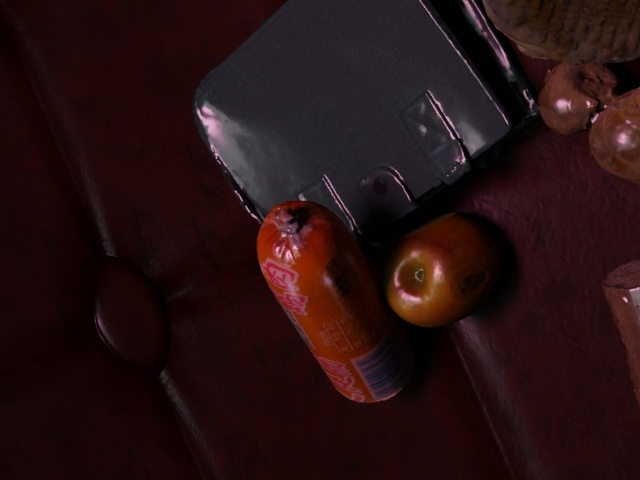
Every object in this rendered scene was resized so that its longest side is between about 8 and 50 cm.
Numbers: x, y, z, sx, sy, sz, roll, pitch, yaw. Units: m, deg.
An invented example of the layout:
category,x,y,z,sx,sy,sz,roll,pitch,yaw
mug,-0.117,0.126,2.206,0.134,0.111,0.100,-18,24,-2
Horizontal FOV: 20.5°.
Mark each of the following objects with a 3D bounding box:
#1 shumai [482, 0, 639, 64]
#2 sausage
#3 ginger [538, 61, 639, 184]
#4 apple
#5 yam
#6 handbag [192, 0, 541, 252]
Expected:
category,x,y,z,sx,sy,sz,roll,pitch,yaw
shumai,0.211,-0.235,1.444,0.142,0.184,0.184,-106,26,-47
sausage,0.010,0.051,1.657,0.093,0.093,0.312,37,168,31
ginger,0.263,-0.084,1.460,0.204,0.080,0.104,42,139,24
apple,0.113,0.031,1.656,0.114,0.102,0.099,-13,97,44
yam,0.292,0.082,1.506,0.084,0.084,0.127,-12,101,49
handbag,0.033,-0.126,1.665,0.326,0.089,0.238,-37,83,42
